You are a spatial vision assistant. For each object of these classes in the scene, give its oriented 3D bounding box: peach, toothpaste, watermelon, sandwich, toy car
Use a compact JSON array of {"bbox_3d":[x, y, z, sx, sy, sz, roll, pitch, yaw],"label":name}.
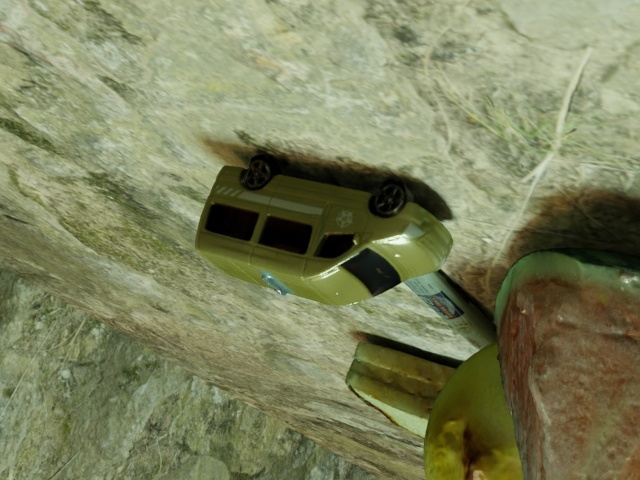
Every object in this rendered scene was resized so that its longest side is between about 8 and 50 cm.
[{"bbox_3d":[0.267,0.235,1.224,0.316,0.281,0.314,-5,154,-20],"label":"peach"},{"bbox_3d":[0.152,0.075,1.333,0.060,0.038,0.233,2,152,43],"label":"toothpaste"},{"bbox_3d":[0.294,0.139,0.993,0.250,0.292,0.283,-9,160,5],"label":"watermelon"},{"bbox_3d":[0.197,0.263,1.770,0.271,0.099,0.301,20,168,30],"label":"sandwich"},{"bbox_3d":[0.000,0.000,1.132,0.257,0.124,0.101,14,163,34],"label":"toy car"}]
